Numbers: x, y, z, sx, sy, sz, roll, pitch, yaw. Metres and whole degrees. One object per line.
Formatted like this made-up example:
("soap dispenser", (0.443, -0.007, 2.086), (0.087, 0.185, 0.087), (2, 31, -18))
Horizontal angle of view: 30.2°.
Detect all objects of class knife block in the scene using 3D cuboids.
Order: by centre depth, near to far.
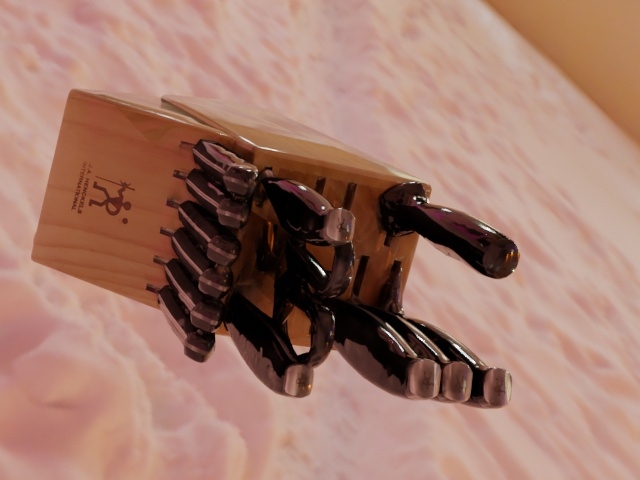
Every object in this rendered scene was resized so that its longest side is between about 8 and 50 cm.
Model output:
("knife block", (0.000, 0.000, 0.579), (0.242, 0.088, 0.276), (19, 10, 18))
